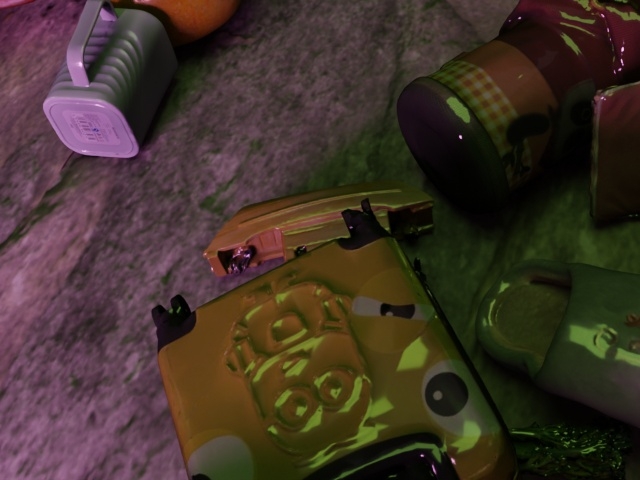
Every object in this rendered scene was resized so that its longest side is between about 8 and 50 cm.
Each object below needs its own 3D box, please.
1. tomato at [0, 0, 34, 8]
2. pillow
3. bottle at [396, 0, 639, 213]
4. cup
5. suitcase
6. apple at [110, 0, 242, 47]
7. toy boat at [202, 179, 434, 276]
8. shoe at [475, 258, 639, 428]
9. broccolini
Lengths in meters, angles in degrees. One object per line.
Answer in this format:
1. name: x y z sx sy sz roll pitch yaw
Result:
1. tomato: -0.374 -0.387 1.061 0.335 0.176 0.289 -19 72 2
2. pillow: 0.329 -0.091 0.725 0.233 0.126 0.043 -14 29 -2
3. bottle: 0.206 -0.147 0.767 0.271 0.143 0.156 -33 12 -10
4. cup: -0.212 -0.169 0.887 0.095 0.128 0.129 5 57 12
5. suitcase: 0.010 0.116 0.585 0.194 0.143 0.235 -27 50 2
6. apple: -0.164 -0.299 0.954 0.182 0.155 0.182 -6 50 7
7. toy boat: 0.000 0.000 0.763 0.201 0.057 0.077 -9 59 4
8. shoe: 0.193 0.067 0.599 0.251 0.100 0.103 12 83 50
9. broccolini: 0.100 0.152 0.642 0.239 0.051 0.054 -5 56 16
